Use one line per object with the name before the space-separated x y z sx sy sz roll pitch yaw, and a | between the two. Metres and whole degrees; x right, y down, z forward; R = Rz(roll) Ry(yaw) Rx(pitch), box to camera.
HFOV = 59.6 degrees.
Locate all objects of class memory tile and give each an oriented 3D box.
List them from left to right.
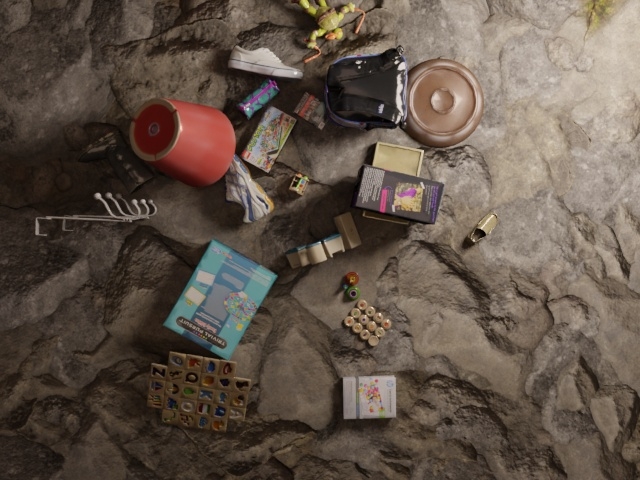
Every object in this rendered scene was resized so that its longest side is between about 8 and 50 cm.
memory tile | 0.166 0.291 1.970 0.148 0.012 0.113 39 91 -3

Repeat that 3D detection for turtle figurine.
turtle figurine | 0.000 -0.748 1.885 0.270 0.087 0.217 -40 93 0

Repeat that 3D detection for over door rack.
over door rack | -0.723 -0.096 1.812 0.325 0.239 0.108 -9 95 -2

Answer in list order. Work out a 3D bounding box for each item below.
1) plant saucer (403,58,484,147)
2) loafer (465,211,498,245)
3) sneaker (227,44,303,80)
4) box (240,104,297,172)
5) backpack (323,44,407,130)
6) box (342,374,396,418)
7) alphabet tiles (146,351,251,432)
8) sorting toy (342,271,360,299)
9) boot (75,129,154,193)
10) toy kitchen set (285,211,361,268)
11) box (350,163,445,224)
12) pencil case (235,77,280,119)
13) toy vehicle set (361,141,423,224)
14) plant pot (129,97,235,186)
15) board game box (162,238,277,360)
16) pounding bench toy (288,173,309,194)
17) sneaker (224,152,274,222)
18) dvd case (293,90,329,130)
plant saucer | 0.418 -0.478 1.931 0.311 0.050 0.310 0 93 -3
loafer | 0.569 -0.039 1.951 0.056 0.050 0.148 41 91 -3
sneaker | -0.182 -0.600 1.882 0.259 0.094 0.091 12 96 -2
box | -0.178 -0.348 1.921 0.114 0.036 0.206 28 91 -3
backpack | 0.140 -0.487 1.842 0.264 0.213 0.276 0 86 -10
box | 0.171 0.552 1.969 0.187 0.038 0.145 -1 93 -3
alphabet tiles | -0.420 0.524 1.924 0.343 0.011 0.284 10 108 -2
sorting toy | 0.107 0.161 1.948 0.061 0.042 0.101 -6 93 -2
boot | -0.697 -0.248 1.898 0.190 0.076 0.208 -31 100 2
toy kitchen set | 0.000 0.000 1.930 0.207 0.166 0.122 -22 94 -37
box | 0.249 -0.148 1.842 0.271 0.165 0.143 13 92 -3
pencil case | -0.212 -0.483 1.898 0.152 0.070 0.064 -42 96 0
toy vehicle set | 0.249 -0.197 1.942 0.166 0.035 0.266 11 92 -2
plant pot | -0.446 -0.322 1.767 0.275 0.243 0.274 -2 85 25
board game box | -0.340 0.201 1.917 0.254 0.079 0.335 30 91 -3
pounding bench toy | -0.072 -0.193 1.907 0.052 0.083 0.065 24 92 -2
sneaker | -0.289 -0.193 1.889 0.131 0.112 0.296 -36 90 5
dvd case | -0.023 -0.448 1.934 0.120 0.013 0.087 32 91 -2
